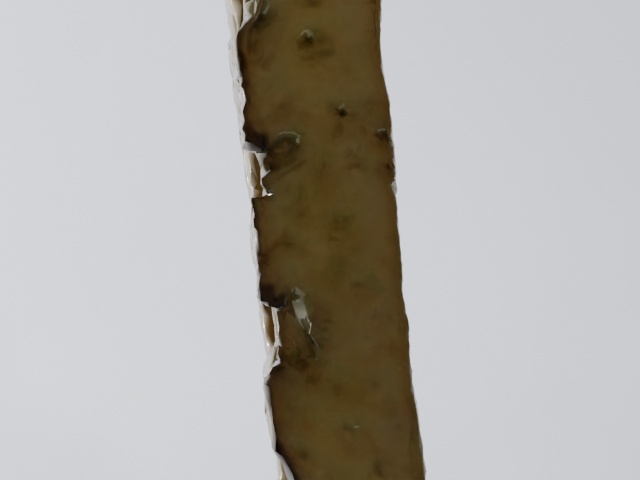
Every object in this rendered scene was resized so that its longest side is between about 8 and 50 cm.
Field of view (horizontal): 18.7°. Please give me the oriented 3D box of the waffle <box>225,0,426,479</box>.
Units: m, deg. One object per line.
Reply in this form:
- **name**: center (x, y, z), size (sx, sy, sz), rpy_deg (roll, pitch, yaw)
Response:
- **waffle**: center (0.000, 0.000, 0.706), size (0.055, 0.221, 0.248), rpy_deg (-6, -88, -1)
